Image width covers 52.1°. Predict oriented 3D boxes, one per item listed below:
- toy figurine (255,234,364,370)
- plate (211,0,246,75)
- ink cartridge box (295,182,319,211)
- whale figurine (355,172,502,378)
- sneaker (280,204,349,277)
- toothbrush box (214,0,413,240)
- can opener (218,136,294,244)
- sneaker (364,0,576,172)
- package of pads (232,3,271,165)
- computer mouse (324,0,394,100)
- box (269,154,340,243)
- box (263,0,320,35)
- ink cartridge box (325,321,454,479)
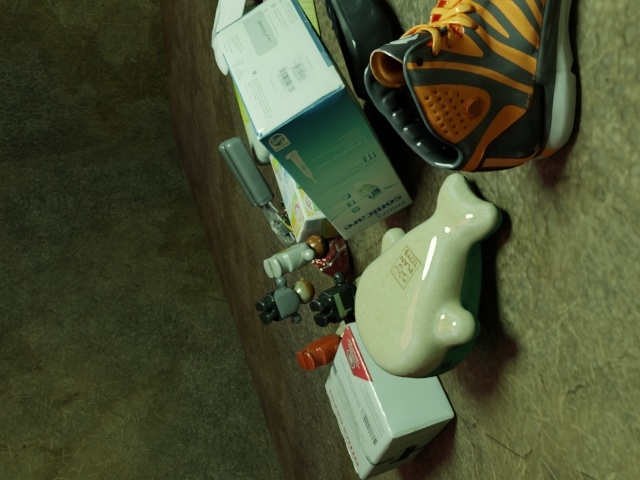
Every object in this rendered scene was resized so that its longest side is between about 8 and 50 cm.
[{"bbox_3d":[-0.004,0.109,1.224,0.209,0.148,0.213,42,139,30],"label":"toy figurine"},{"bbox_3d":[-0.188,-0.523,1.399,0.277,0.045,0.277,-104,29,-59],"label":"plate"},{"bbox_3d":[0.003,-0.154,1.173,0.062,0.109,0.209,140,116,-72],"label":"ink cartridge box"},{"bbox_3d":[0.157,0.053,0.847,0.272,0.141,0.216,-65,34,24],"label":"whale figurine"},{"bbox_3d":[0.000,0.000,1.376,0.225,0.088,0.092,56,180,42],"label":"sneaker"},{"bbox_3d":[-0.001,-0.167,0.933,0.295,0.126,0.216,49,-165,-55],"label":"toothbrush box"},{"bbox_3d":[-0.123,-0.118,1.505,0.076,0.095,0.283,3,125,62],"label":"can opener"},{"bbox_3d":[0.130,-0.216,0.593,0.125,0.180,0.320,-159,58,-70],"label":"sneaker"},{"bbox_3d":[-0.118,-0.333,1.451,0.229,0.101,0.296,143,113,-71],"label":"package of pads"},{"bbox_3d":[0.055,-0.322,0.941,0.188,0.072,0.272,73,-178,-61],"label":"computer mouse"},{"bbox_3d":[-0.018,-0.113,1.280,0.114,0.103,0.203,116,139,-65],"label":"box"},{"bbox_3d":[-0.064,-0.461,1.212,0.058,0.087,0.232,179,78,-73],"label":"box"},{"bbox_3d":[0.106,0.275,1.138,0.272,0.114,0.197,104,148,-56],"label":"ink cartridge box"}]
